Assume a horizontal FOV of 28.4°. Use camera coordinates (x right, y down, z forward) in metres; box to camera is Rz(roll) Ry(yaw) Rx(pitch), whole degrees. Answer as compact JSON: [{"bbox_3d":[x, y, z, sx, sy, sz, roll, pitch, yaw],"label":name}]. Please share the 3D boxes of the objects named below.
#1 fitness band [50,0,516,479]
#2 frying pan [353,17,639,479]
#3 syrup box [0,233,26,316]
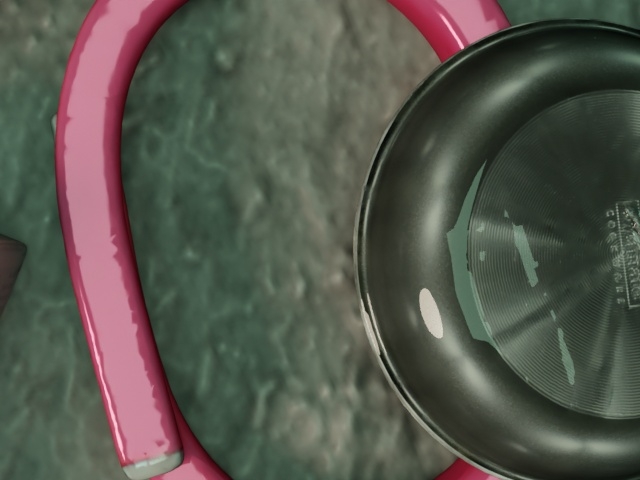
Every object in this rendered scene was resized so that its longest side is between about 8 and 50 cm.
[{"bbox_3d":[0.000,0.000,0.538,0.209,0.054,0.290,-13,92,-5],"label":"fitness band"},{"bbox_3d":[0.172,0.023,0.526,0.326,0.053,0.197,16,85,-12],"label":"frying pan"},{"bbox_3d":[-0.208,0.093,0.500,0.093,0.096,0.236,22,87,-5],"label":"syrup box"}]
